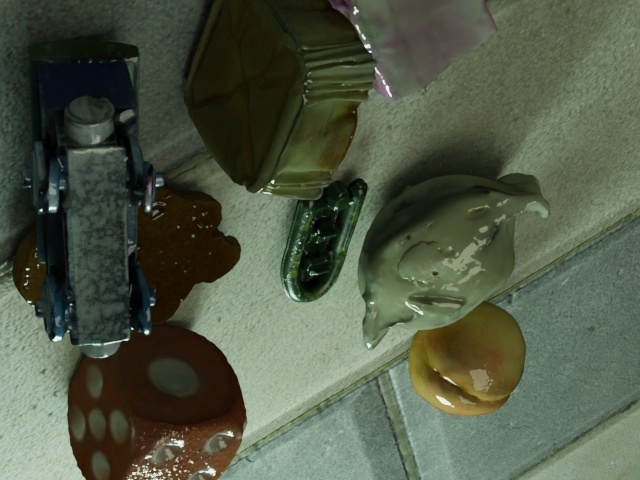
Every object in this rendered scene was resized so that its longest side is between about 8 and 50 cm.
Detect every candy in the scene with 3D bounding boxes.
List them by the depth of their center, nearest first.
[{"bbox_3d":[0.078,-0.281,1.479,0.155,0.116,0.265,-38,148,-3],"label":"candy"}]

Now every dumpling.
[{"bbox_3d":[0.162,0.002,1.887,0.318,0.187,0.243,-40,-174,19],"label":"dumpling"}]

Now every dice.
[{"bbox_3d":[-0.211,0.227,1.773,0.174,0.175,0.179,-7,135,-37],"label":"dice"}]

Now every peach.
[{"bbox_3d":[0.218,0.179,2.099,0.184,0.184,0.184,-23,144,-18],"label":"peach"}]

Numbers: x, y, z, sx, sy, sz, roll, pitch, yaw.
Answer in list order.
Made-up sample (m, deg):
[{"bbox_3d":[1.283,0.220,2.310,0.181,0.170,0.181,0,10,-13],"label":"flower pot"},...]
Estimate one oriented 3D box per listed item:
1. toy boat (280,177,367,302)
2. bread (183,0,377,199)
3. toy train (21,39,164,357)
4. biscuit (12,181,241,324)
[{"bbox_3d":[0.000,0.000,1.796,0.104,0.052,0.210,-16,140,-31],"label":"toy boat"},{"bbox_3d":[-0.042,-0.160,1.443,0.110,0.192,0.210,-10,138,-35],"label":"bread"},{"bbox_3d":[-0.234,-0.038,1.388,0.131,0.202,0.299,-4,129,-14],"label":"toy train"},{"bbox_3d":[-0.222,0.014,1.625,0.290,0.041,0.208,0,129,-37],"label":"biscuit"}]
